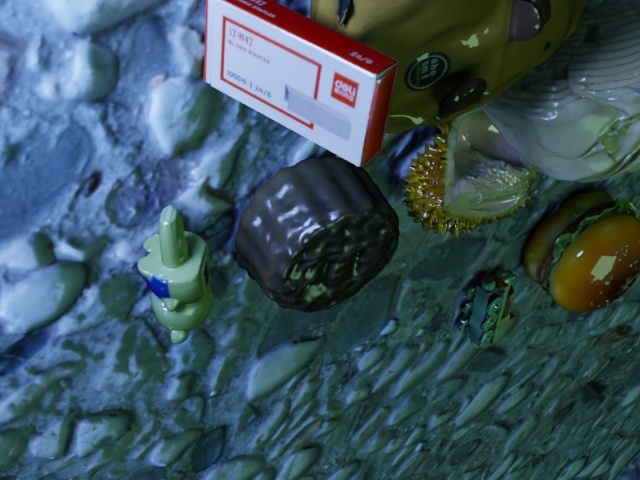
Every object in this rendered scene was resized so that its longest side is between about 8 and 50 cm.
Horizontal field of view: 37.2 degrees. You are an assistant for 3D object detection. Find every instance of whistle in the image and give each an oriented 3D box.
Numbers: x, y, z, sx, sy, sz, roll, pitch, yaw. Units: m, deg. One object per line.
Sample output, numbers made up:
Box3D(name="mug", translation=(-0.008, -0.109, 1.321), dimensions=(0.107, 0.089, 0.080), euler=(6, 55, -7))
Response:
Box3D(name="whistle", translation=(-0.187, 0.042, 1.232), dimensions=(0.085, 0.105, 0.227), euler=(5, 140, 5))

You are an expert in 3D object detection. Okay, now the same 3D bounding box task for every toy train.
Box3D(name="toy train", translation=(0.330, 0.127, 1.836), dimensions=(0.118, 0.074, 0.175), euler=(-29, 140, -32))

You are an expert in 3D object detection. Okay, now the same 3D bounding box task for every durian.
Box3D(name="durian", translation=(0.219, -0.106, 1.424), dimensions=(0.250, 0.183, 0.138), euler=(-19, 175, -31))

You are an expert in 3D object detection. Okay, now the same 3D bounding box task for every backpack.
Box3D(name="backpack", translation=(0.164, -0.292, 1.103), dimensions=(0.378, 0.201, 0.353), euler=(-28, 148, -12))

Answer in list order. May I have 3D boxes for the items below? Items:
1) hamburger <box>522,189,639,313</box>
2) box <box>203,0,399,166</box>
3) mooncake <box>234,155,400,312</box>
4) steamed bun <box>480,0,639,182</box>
Box3D(name="hamburger", translation=(0.518, 0.031, 1.815), dimensions=(0.246, 0.170, 0.246), euler=(-27, 145, -20))
Box3D(name="box", translation=(-0.028, -0.182, 1.034), dimensions=(0.050, 0.229, 0.123), euler=(-40, 152, -40))
Box3D(name="mooncake", translation=(0.000, 0.000, 1.336), dimensions=(0.228, 0.124, 0.228), euler=(-25, 144, -20))
Box3D(name="steamed bun", translation=(0.397, -0.207, 1.341), dimensions=(0.289, 0.276, 0.203), euler=(-43, 136, -12))
